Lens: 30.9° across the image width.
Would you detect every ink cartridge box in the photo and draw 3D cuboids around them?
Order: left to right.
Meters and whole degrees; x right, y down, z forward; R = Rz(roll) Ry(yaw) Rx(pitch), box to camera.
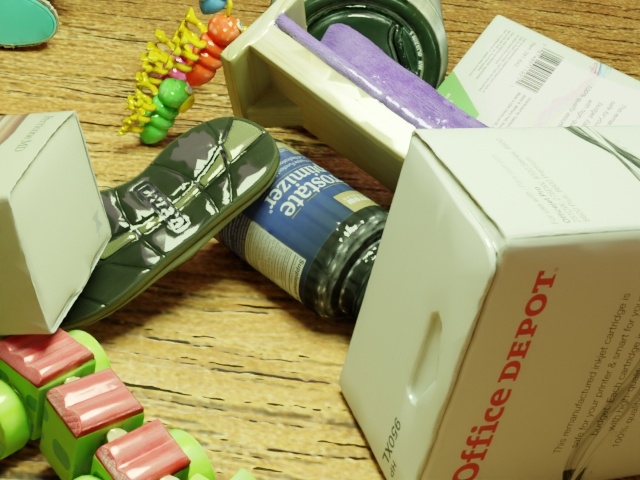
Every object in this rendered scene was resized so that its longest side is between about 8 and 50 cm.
[{"bbox_3d":[0.263,-0.100,1.306,0.278,0.117,0.201,31,71,23],"label":"ink cartridge box"},{"bbox_3d":[0.244,0.057,0.999,0.395,0.285,0.166,-3,37,-25],"label":"ink cartridge box"}]

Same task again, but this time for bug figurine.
[{"bbox_3d":[-0.145,-0.223,1.326,0.072,0.216,0.279,30,30,-18],"label":"bug figurine"}]

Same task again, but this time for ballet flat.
[{"bbox_3d":[-0.445,-0.285,1.416,0.241,0.091,0.077,1,23,-22],"label":"ballet flat"}]

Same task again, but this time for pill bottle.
[{"bbox_3d":[0.000,0.000,1.136,0.219,0.122,0.123,34,39,27],"label":"pill bottle"}]

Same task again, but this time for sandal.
[{"bbox_3d":[-0.164,-0.004,1.076,0.303,0.086,0.120,-31,68,-18],"label":"sandal"}]

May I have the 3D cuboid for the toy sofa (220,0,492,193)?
[{"bbox_3d":[0.087,-0.115,1.174,0.362,0.150,0.177,38,74,19],"label":"toy sofa"}]

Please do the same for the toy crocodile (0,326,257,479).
[{"bbox_3d":[-0.181,0.139,0.888,0.340,0.105,0.115,36,40,30],"label":"toy crocodile"}]

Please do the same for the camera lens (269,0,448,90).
[{"bbox_3d":[0.044,-0.273,1.453,0.219,0.219,0.274,10,34,-6],"label":"camera lens"}]

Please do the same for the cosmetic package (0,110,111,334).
[{"bbox_3d":[-0.343,-0.012,0.941,0.296,0.129,0.153,-2,31,11],"label":"cosmetic package"}]
